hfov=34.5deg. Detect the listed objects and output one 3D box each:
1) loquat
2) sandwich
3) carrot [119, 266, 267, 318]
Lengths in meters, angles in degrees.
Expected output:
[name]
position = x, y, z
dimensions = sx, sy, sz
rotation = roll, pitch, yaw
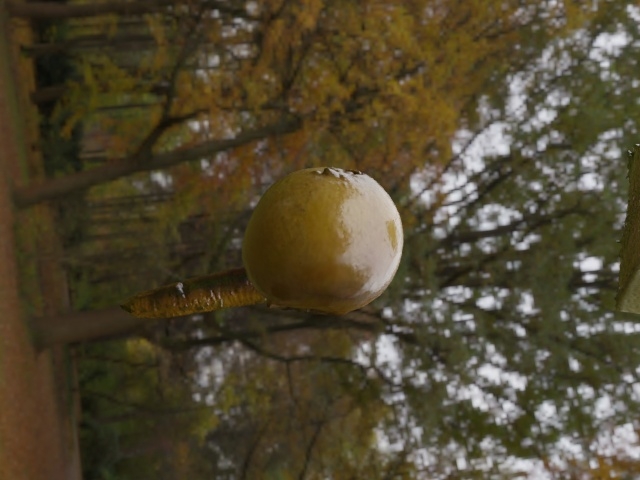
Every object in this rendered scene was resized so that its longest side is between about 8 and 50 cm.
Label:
[loquat]
position = 0.000, 0.000, 0.897
dimensions = 0.141, 0.141, 0.141
rotation = 174, -90, -76
[sandwich]
position = 0.325, -0.045, 0.967
dimensions = 0.162, 0.058, 0.193
rotation = 87, 15, -61
[carrot]
position = -0.137, 0.076, 1.515
dimensions = 0.066, 0.314, 0.066
rotation = 169, -90, -82
